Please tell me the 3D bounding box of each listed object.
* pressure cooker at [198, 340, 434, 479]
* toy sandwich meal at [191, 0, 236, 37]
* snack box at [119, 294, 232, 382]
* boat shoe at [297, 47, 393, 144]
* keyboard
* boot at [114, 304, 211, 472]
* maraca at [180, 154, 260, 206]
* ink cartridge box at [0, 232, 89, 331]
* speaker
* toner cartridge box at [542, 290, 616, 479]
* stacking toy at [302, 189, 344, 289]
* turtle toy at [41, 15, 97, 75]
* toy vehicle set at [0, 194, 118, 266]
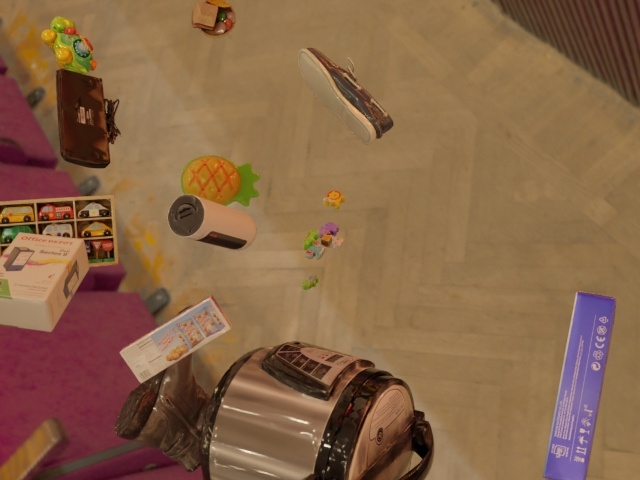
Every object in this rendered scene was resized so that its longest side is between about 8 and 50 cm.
[{"bbox_3d":[0.017,0.422,1.531,0.420,0.375,0.370,9,59,29],"label":"pressure cooker"},{"bbox_3d":[-0.203,-0.426,1.424,0.085,0.029,0.085,0,86,-1],"label":"toy sandwich meal"},{"bbox_3d":[-0.236,0.162,1.225,0.178,0.022,0.064,-31,97,5],"label":"snack box"},{"bbox_3d":[0.052,-0.316,1.577,0.079,0.095,0.254,-36,74,-21],"label":"boat shoe"},{"bbox_3d":[-0.358,-0.178,1.151,0.038,0.100,0.192,-46,46,40],"label":"keyboard"},{"bbox_3d":[-0.296,0.335,1.708,0.338,0.223,0.118,-62,24,-8],"label":"boot"},{"bbox_3d":[-0.235,-0.137,1.762,0.186,0.099,0.127,5,83,-9],"label":"maraca"},{"bbox_3d":[-0.610,0.084,1.600,0.154,0.093,0.212,7,35,4],"label":"ink cartridge box"},{"bbox_3d":[-0.138,-0.022,0.968,0.055,0.136,0.055,-4,81,22],"label":"speaker"},{"bbox_3d":[0.494,0.283,1.421,0.075,0.165,0.348,10,80,22],"label":"toner cartridge box"},{"bbox_3d":[0.000,0.000,1.912,0.052,0.167,0.221,17,46,18],"label":"stacking toy"},{"bbox_3d":[-0.439,-0.339,1.311,0.066,0.095,0.130,-35,72,-11],"label":"turtle toy"},{"bbox_3d":[-0.613,-0.016,1.746,0.035,0.267,0.166,-160,66,-75],"label":"toy vehicle set"}]
